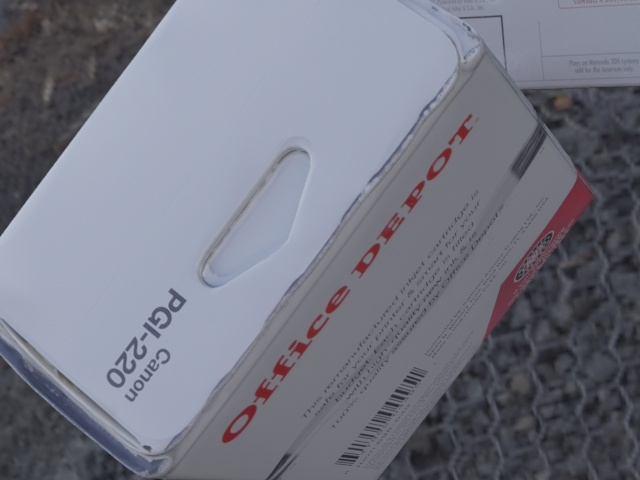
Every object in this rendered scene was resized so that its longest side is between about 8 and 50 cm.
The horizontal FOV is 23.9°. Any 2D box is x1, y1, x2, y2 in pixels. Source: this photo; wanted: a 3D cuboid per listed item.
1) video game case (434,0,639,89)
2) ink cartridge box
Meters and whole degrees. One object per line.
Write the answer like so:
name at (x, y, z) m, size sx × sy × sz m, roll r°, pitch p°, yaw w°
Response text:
video game case at (0.122, -0.167, 0.616) m, size 0.232 × 0.210 × 0.042 m, roll 0°, pitch 15°, yaw 25°
ink cartridge box at (0.000, 0.000, 0.526) m, size 0.092 × 0.218 × 0.158 m, roll 38°, pitch 93°, yaw 19°
